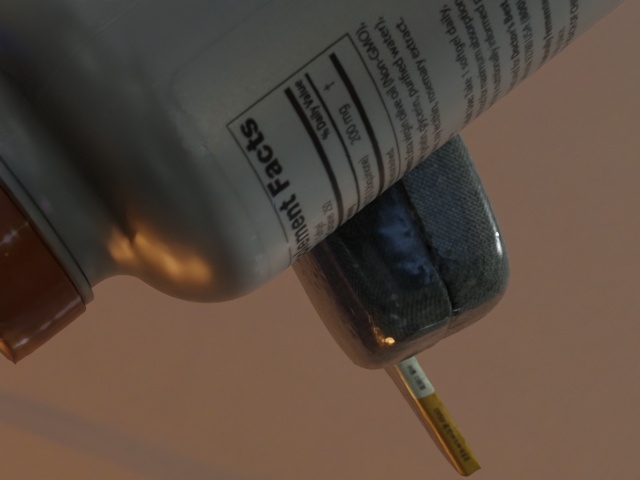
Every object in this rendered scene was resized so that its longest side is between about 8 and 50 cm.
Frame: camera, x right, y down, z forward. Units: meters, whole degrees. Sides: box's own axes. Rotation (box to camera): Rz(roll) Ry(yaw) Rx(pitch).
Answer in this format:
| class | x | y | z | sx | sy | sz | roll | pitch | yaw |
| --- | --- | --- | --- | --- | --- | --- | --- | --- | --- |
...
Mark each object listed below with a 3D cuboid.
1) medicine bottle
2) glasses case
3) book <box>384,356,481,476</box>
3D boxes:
| class | x | y | z | sx | sy | sz | roll | pitch | yaw |
| --- | --- | --- | --- | --- | --- | --- | --- | --- | --- |
| medicine bottle | -0.018 | -0.085 | 0.589 | 0.289 | 0.157 | 0.157 | -38 | -94 | -11 |
| glasses case | -0.021 | -0.101 | 0.754 | 0.074 | 0.131 | 0.323 | -25 | -95 | -11 |
| book | 0.000 | 0.000 | 1.099 | 0.020 | 0.208 | 0.295 | -33 | -49 | -2 |
